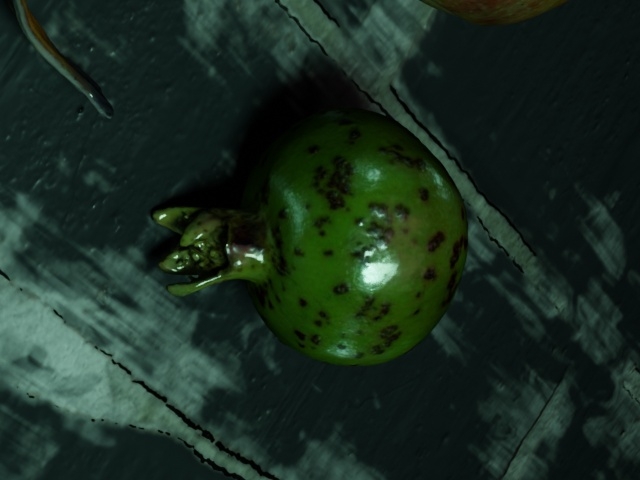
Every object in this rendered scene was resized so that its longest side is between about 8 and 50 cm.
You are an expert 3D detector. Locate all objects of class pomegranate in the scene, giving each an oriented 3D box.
[{"bbox_3d":[0.000,0.000,1.582,0.263,0.211,0.211,-5,115,-25],"label":"pomegranate"}]

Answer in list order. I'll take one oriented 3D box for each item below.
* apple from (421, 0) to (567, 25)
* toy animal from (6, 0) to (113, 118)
[{"bbox_3d":[0.141,-0.287,1.539,0.257,0.257,0.234,26,94,-51],"label":"apple"},{"bbox_3d":[-0.190,-0.258,1.326,0.302,0.225,0.284,24,112,-38],"label":"toy animal"}]
